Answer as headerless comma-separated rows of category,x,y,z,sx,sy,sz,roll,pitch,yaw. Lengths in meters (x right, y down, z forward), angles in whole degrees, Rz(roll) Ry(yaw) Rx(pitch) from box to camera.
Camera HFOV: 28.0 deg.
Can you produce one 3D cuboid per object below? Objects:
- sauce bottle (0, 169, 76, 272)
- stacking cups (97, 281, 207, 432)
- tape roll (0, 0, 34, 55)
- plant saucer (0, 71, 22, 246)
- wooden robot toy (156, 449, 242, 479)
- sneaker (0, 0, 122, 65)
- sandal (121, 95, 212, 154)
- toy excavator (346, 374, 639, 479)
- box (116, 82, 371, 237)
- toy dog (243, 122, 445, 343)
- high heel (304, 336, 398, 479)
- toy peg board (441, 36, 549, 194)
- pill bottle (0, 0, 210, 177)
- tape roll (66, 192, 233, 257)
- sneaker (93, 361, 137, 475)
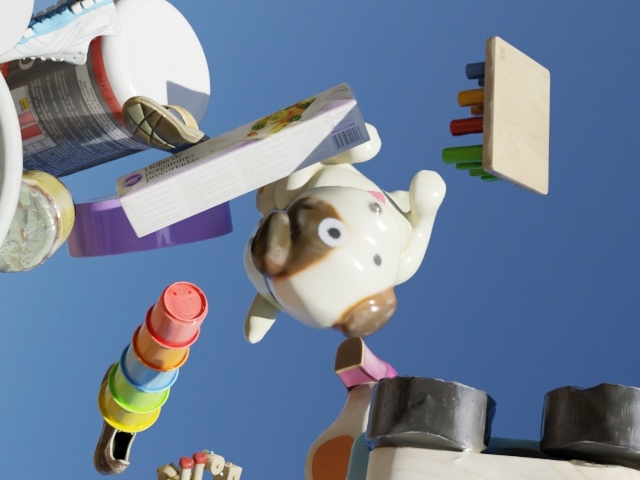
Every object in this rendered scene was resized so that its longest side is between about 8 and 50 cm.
sauce bottle,-0.362,-0.031,1.591,0.111,0.111,0.344,-64,-172,1
stacking cups,-0.225,0.165,1.762,0.316,0.096,0.096,128,-24,-53
tape roll,-0.309,-0.220,0.933,0.072,0.219,0.219,-19,-134,27
plant saucer,-0.508,-0.080,1.307,0.100,0.400,0.401,158,-46,-76
wooden robot toy,-0.194,0.327,1.812,0.079,0.173,0.076,18,-72,37
sneaker,-0.335,-0.246,1.600,0.190,0.083,0.071,-24,-150,0
sandal,-0.185,-0.144,1.646,0.072,0.180,0.049,-17,-120,36
toy excavator,0.108,0.295,1.181,0.445,0.432,0.222,64,31,-62
box,-0.098,-0.103,1.622,0.324,0.067,0.063,-23,-148,2
toy dog,0.000,0.000,1.938,0.395,0.284,0.408,-41,-171,1
high heel,0.047,0.233,1.459,0.082,0.117,0.244,-20,-141,22
toy peg board,0.212,-0.146,1.570,0.079,0.161,0.161,-4,-101,32
pill bottle,-0.357,-0.204,1.837,0.362,0.210,0.210,-14,-129,31
tape roll,-0.285,-0.038,2.119,0.274,0.274,0.090,4,-76,63
sneaker,-0.317,0.286,2.077,0.071,0.066,0.189,-17,-118,45
